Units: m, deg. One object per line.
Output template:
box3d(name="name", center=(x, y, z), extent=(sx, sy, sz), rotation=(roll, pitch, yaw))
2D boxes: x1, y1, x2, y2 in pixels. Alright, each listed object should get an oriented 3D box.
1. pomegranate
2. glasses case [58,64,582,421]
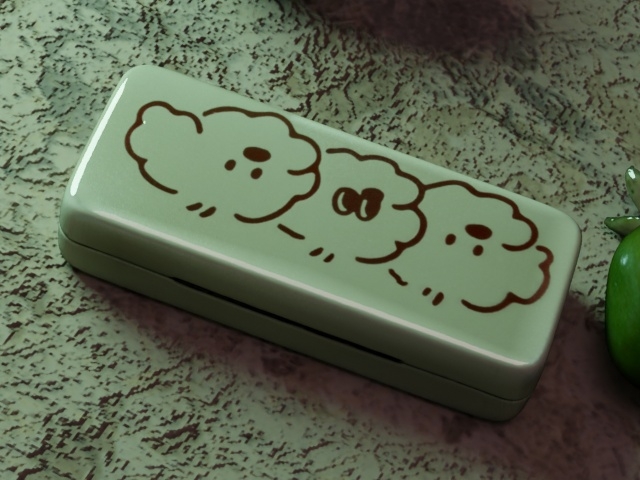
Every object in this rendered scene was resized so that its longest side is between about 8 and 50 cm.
box3d(name="pomegranate", center=(0.258, 0.025, 1.299), extent=(0.152, 0.131, 0.191), rotation=(-9, 36, -10))
box3d(name="glasses case", center=(0.000, 0.000, 1.288), extent=(0.336, 0.076, 0.144), rotation=(19, 56, 3))
